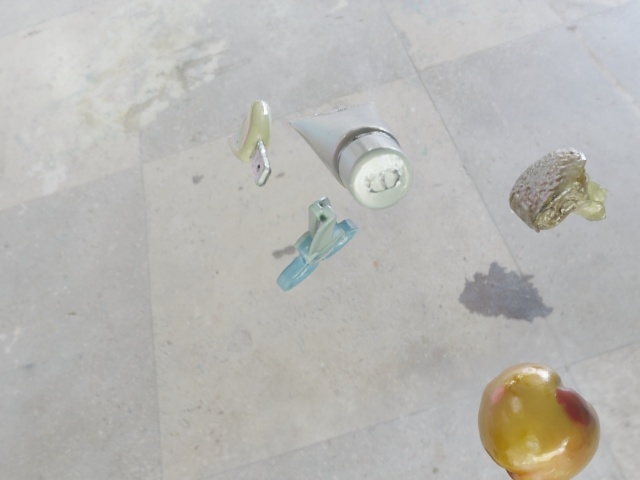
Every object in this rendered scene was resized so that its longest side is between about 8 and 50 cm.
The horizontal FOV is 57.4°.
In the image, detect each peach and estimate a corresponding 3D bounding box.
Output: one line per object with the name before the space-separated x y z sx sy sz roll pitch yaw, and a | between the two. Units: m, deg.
peach | 0.251 0.217 0.683 0.138 0.138 0.138 -6 56 10

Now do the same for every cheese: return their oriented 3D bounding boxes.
cheese | -0.124 -0.174 1.095 0.127 0.049 0.235 -55 31 28

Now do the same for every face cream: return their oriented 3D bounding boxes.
face cream | 0.044 -0.142 0.814 0.143 0.089 0.314 -15 31 -3

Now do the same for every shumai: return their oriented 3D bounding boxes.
shumai | 0.365 -0.065 0.874 0.116 0.145 0.146 30 63 -12

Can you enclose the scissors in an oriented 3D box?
scissors | 0.000 0.000 0.654 0.125 0.256 0.030 -39 82 -9
